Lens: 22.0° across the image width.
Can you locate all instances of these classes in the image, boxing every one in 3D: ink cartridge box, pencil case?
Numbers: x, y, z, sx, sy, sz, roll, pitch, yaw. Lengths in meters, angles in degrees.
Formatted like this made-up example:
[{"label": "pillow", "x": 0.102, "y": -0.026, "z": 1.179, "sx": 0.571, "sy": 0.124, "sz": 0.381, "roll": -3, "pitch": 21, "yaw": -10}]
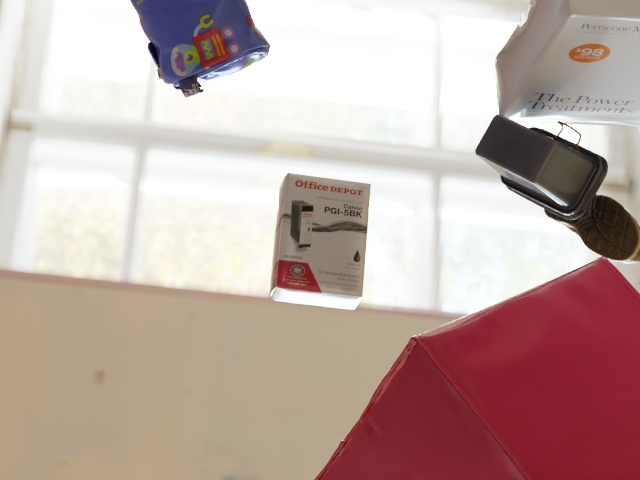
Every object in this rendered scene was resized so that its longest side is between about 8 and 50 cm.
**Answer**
[{"label": "ink cartridge box", "x": 0.000, "y": 0.000, "z": 1.818, "sx": 0.056, "sy": 0.099, "sz": 0.135, "roll": 119, "pitch": -24, "yaw": -71}, {"label": "pencil case", "x": -0.173, "y": -0.310, "z": 1.839, "sx": 0.306, "sy": 0.133, "sz": 0.119, "roll": 65, "pitch": 14, "yaw": -1}]

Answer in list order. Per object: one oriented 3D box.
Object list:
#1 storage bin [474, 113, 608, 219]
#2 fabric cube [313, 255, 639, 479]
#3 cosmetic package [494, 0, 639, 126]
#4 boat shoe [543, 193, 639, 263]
[{"label": "storage bin", "x": 0.252, "y": -0.098, "z": 1.912, "sx": 0.135, "sy": 0.091, "sz": 0.098, "roll": 32, "pitch": -86, "yaw": 44}, {"label": "fabric cube", "x": 0.192, "y": 0.213, "z": 1.477, "sx": 0.254, "sy": 0.258, "sz": 0.259, "roll": 52, "pitch": -43, "yaw": 20}, {"label": "cosmetic package", "x": 0.421, "y": -0.226, "z": 1.908, "sx": 0.284, "sy": 0.377, "sz": 0.097, "roll": 113, "pitch": -24, "yaw": -66}, {"label": "boat shoe", "x": 0.334, "y": -0.018, "z": 1.941, "sx": 0.064, "sy": 0.060, "sz": 0.178, "roll": -59, "pitch": -148, "yaw": 7}]
